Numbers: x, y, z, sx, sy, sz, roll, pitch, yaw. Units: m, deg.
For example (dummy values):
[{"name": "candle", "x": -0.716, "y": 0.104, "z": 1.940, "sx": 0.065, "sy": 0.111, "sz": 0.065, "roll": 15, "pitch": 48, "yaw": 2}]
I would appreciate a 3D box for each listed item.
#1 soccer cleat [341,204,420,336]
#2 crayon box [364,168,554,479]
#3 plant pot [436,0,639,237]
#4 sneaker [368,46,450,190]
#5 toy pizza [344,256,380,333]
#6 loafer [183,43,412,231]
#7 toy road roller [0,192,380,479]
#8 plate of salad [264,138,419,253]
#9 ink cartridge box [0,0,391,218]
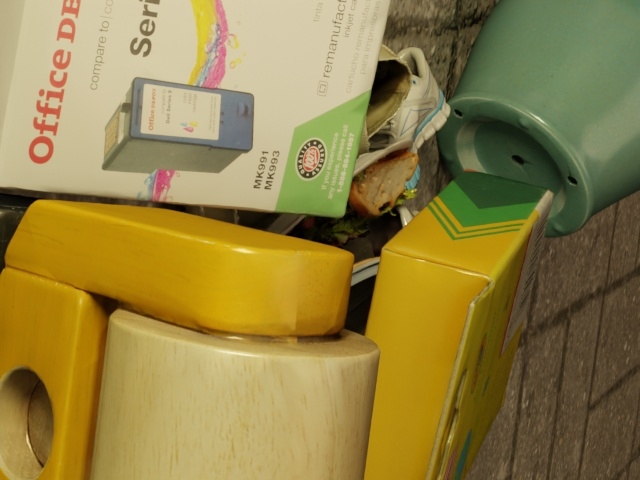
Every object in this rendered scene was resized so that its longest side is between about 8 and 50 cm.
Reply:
[{"name": "soccer cleat", "x": 0.087, "y": 0.026, "z": 1.249, "sx": 0.331, "sy": 0.116, "sz": 0.143, "roll": -20, "pitch": 118, "yaw": -62}, {"name": "crayon box", "x": 0.089, "y": 0.079, "z": 1.007, "sx": 0.318, "sy": 0.081, "sz": 0.202, "roll": -39, "pitch": 142, "yaw": -68}, {"name": "plant pot", "x": 0.262, "y": -0.149, "z": 1.408, "sx": 0.255, "sy": 0.272, "sz": 0.271, "roll": -47, "pitch": 142, "yaw": -28}, {"name": "sneaker", "x": 0.056, "y": -0.103, "z": 1.206, "sx": 0.190, "sy": 0.071, "sz": 0.083, "roll": -64, "pitch": 146, "yaw": -47}, {"name": "toy pizza", "x": -0.024, "y": 0.070, "z": 1.015, "sx": 0.201, "sy": 0.032, "sz": 0.201, "roll": -35, "pitch": 165, "yaw": -10}, {"name": "loafer", "x": -0.012, "y": -0.086, "z": 1.019, "sx": 0.268, "sy": 0.092, "sz": 0.102, "roll": -53, "pitch": 145, "yaw": -44}, {"name": "toy road roller", "x": -0.065, "y": 0.085, "z": 0.704, "sx": 0.241, "sy": 0.329, "sz": 0.202, "roll": 3, "pitch": 96, "yaw": -43}, {"name": "plate of salad", "x": 0.000, "y": 0.000, "z": 1.016, "sx": 0.200, "sy": 0.048, "sz": 0.200, "roll": -41, "pitch": 174, "yaw": -5}, {"name": "ink cartridge box", "x": -0.079, "y": -0.101, "z": 0.745, "sx": 0.212, "sy": 0.093, "sz": 0.154, "roll": 6, "pitch": 104, "yaw": -32}]
